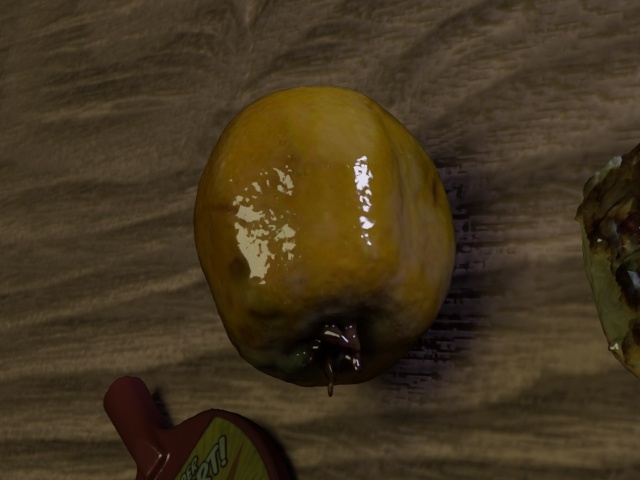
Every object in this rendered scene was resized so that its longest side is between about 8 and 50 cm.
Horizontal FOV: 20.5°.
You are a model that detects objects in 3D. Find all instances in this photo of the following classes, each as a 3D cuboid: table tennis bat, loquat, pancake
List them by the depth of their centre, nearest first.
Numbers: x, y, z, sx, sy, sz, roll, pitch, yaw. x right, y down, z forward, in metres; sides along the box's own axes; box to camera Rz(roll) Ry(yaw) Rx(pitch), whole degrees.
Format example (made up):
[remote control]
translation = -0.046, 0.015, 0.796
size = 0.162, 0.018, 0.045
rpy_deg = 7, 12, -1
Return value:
[pancake]
translation = 0.245, -0.021, 1.003
size = 0.244, 0.057, 0.266
rpy_deg = -53, 27, -6
[loquat]
translation = 0.000, 0.000, 1.219
size = 0.176, 0.187, 0.234
rpy_deg = -32, 49, 40
[table tennis bat]
translation = -0.104, 0.212, 1.389
size = 0.200, 0.038, 0.310
rpy_deg = -56, 39, 16
